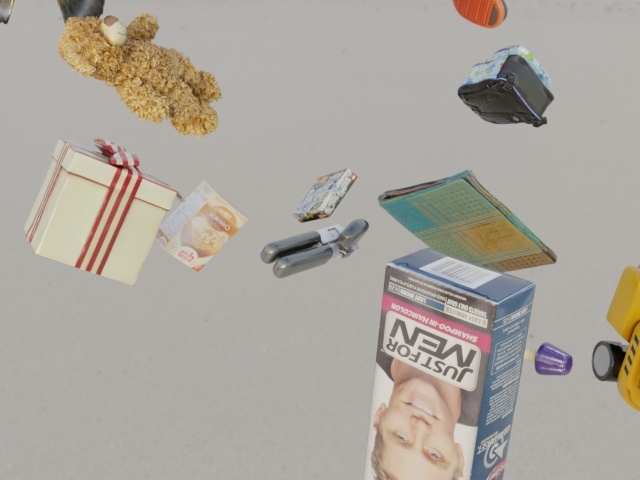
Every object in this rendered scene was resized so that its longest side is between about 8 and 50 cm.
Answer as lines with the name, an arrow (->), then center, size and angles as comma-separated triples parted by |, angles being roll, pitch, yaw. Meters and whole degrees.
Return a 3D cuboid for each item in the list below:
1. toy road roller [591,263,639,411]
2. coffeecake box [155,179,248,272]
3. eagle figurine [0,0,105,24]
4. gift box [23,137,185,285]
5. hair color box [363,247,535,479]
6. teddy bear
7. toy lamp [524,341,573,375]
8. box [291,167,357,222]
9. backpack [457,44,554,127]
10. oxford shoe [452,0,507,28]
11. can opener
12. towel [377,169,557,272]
toy road roller -> 0.761, 0.227, 1.676 | 0.202, 0.330, 0.240 | 8, 19, -9
coffeecake box -> -0.292, -0.033, 1.883 | 0.185, 0.142, 0.068 | -46, 50, 2
eagle figurine -> -0.509, -0.526, 1.411 | 0.225, 0.226, 0.298 | -45, 2, -30
gift box -> -0.460, -0.075, 1.664 | 0.276, 0.258, 0.255 | 20, 4, -35
hair color box -> 0.168, 0.203, 1.053 | 0.174, 0.347, 0.105 | 20, 25, 38
teddy bear -> -0.320, -0.324, 1.462 | 0.113, 0.338, 0.245 | -25, 34, 42
toy lamp -> 0.458, 0.261, 1.821 | 0.274, 0.080, 0.080 | 9, 31, 42
box -> 0.006, -0.080, 1.398 | 0.094, 0.027, 0.137 | -56, 17, -15
backpack -> 0.260, -0.214, 1.080 | 0.084, 0.105, 0.114 | -58, 27, -16
oxford shoe -> 0.297, -0.507, 1.491 | 0.098, 0.097, 0.271 | -14, 53, -20
can opener -> 0.000, 0.000, 1.521 | 0.076, 0.095, 0.283 | 48, 30, 16
towel -> 0.341, -0.028, 1.791 | 0.271, 0.370, 0.040 | -13, 50, 46
